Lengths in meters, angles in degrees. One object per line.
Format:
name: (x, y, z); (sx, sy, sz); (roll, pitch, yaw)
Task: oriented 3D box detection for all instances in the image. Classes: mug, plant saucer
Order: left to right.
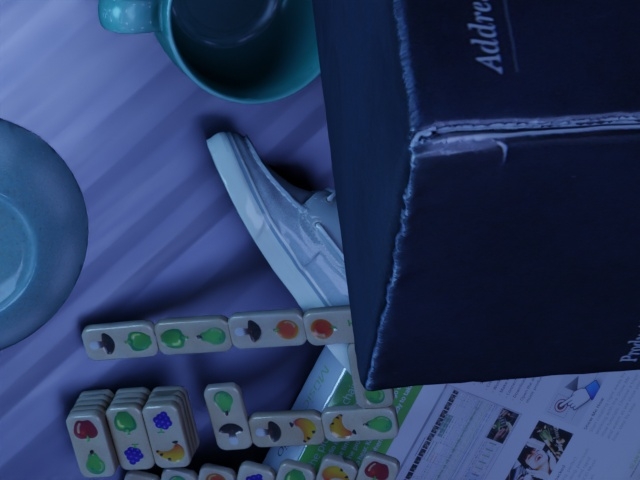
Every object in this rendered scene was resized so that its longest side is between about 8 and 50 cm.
plant saucer: (-0.262, 0.005, 1.260); (0.195, 0.037, 0.195); (-7, 112, -17)
mug: (-0.068, -0.177, 1.225); (0.158, 0.097, 0.129); (30, 98, -26)

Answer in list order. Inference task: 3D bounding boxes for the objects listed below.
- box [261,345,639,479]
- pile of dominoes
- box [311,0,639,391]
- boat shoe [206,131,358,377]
box: (0.137, 0.157, 1.454); (0.322, 0.058, 0.232); (23, 101, -27)
pile of dominoes: (-0.064, 0.149, 1.322); (0.251, 0.040, 0.196); (-5, 117, 13)
box: (0.237, -0.197, 0.992); (0.472, 0.480, 0.297); (-3, 152, -7)
boat shoe: (0.000, 0.001, 1.311); (0.081, 0.079, 0.227); (-34, 103, 2)
